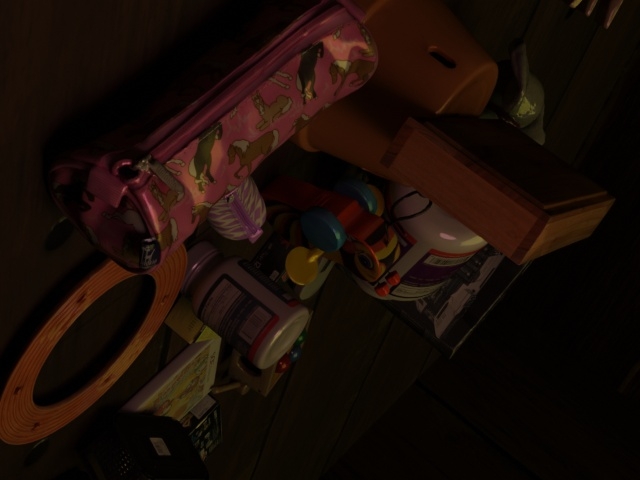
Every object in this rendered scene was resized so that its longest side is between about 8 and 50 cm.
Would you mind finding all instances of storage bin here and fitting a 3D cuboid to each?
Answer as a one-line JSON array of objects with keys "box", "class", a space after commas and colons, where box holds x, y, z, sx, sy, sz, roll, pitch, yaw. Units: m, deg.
[{"box": [-0.266, 0.336, 1.987, 0.084, 0.122, 0.180, -40, 154, 16], "class": "storage bin"}]

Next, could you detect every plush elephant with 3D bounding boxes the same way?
[{"box": [0.250, -0.202, 2.125, 0.272, 0.330, 0.255, 69, 42, -64], "class": "plush elephant"}]

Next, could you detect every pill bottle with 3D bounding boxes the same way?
[{"box": [-0.115, 0.084, 1.824, 0.108, 0.180, 0.108, -47, 164, -17], "class": "pill bottle"}, {"box": [0.151, -0.018, 2.036, 0.181, 0.181, 0.323, -44, 177, -27], "class": "pill bottle"}]

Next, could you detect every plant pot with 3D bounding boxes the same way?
[{"box": [0.097, -0.208, 1.732, 0.291, 0.203, 0.291, -48, 164, -18], "class": "plant pot"}]

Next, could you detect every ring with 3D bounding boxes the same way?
[{"box": [-0.295, 0.122, 1.678, 0.336, 0.032, 0.336, -46, 163, -18], "class": "ring"}]

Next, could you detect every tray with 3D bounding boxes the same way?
[{"box": [0.241, -0.076, 1.676, 0.076, 0.203, 0.411, -58, 164, 17], "class": "tray"}]

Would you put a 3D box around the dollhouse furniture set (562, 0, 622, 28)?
[{"box": [0.280, -0.424, 1.736, 0.135, 0.262, 0.259, -58, -163, 15], "class": "dollhouse furniture set"}]

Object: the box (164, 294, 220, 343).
[{"box": [-0.147, 0.100, 2.004, 0.087, 0.058, 0.232, -56, 164, 13], "class": "box"}]

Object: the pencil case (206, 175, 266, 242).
[{"box": [-0.120, -0.062, 1.656, 0.086, 0.088, 0.206, -48, 165, -5], "class": "pencil case"}]

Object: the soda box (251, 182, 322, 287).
[{"box": [-0.037, -0.006, 2.087, 0.169, 0.053, 0.060, -52, 165, 1], "class": "soda box"}]

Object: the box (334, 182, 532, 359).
[{"box": [0.187, 0.019, 2.313, 0.242, 0.307, 0.076, -47, 168, -14], "class": "box"}]

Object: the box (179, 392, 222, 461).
[{"box": [-0.251, 0.371, 2.331, 0.175, 0.051, 0.220, -45, 164, -22], "class": "box"}]

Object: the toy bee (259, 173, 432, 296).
[{"box": [0.038, 0.005, 1.835, 0.195, 0.298, 0.162, -30, 121, -14], "class": "toy bee"}]

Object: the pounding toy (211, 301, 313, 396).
[{"box": [-0.103, 0.219, 2.285, 0.181, 0.094, 0.206, -52, 167, -34], "class": "pounding toy"}]

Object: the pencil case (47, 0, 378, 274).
[{"box": [-0.107, -0.132, 1.412, 0.386, 0.167, 0.160, -43, 130, -29], "class": "pencil case"}]

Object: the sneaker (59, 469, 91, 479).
[{"box": [-0.404, 0.421, 1.940, 0.097, 0.084, 0.234, -56, 164, 20], "class": "sneaker"}]

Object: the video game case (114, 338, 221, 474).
[{"box": [-0.249, 0.259, 2.132, 0.227, 0.026, 0.206, -43, 162, -30], "class": "video game case"}]

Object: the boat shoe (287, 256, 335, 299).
[{"box": [0.000, 0.000, 2.179, 0.078, 0.070, 0.219, -15, 144, -54], "class": "boat shoe"}]
